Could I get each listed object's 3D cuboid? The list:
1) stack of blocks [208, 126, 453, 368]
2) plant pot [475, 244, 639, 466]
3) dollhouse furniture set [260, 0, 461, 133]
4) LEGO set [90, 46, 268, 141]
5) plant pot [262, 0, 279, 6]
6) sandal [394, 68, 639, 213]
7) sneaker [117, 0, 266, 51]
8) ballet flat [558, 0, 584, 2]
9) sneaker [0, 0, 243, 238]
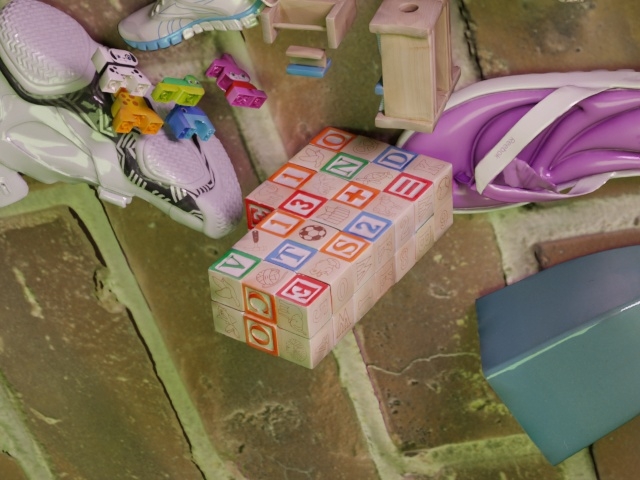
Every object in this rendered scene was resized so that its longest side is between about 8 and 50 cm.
[{"bbox_3d":[0.000,0.000,1.807,0.171,0.297,0.087,19,132,28],"label":"stack of blocks"},{"bbox_3d":[0.331,0.119,1.950,0.234,0.165,0.165,-29,116,18],"label":"plant pot"},{"bbox_3d":[0.048,-0.214,1.781,0.184,0.129,0.129,8,128,17],"label":"dollhouse furniture set"},{"bbox_3d":[-0.183,-0.173,1.823,0.227,0.093,0.087,3,137,-46],"label":"LEGO set"},{"bbox_3d":[-0.050,-0.334,1.723,0.109,0.096,0.109,39,122,-17],"label":"plant pot"},{"bbox_3d":[0.269,-0.105,1.828,0.416,0.102,0.169,-12,122,19],"label":"sandal"},{"bbox_3d":[-0.148,-0.267,1.793,0.191,0.071,0.083,-12,132,25],"label":"sneaker"},{"bbox_3d":[0.113,-0.436,1.593,0.483,0.164,0.182,53,154,-21],"label":"ballet flat"},{"bbox_3d":[-0.273,-0.100,1.916,0.366,0.137,0.210,41,123,-13],"label":"sneaker"}]
